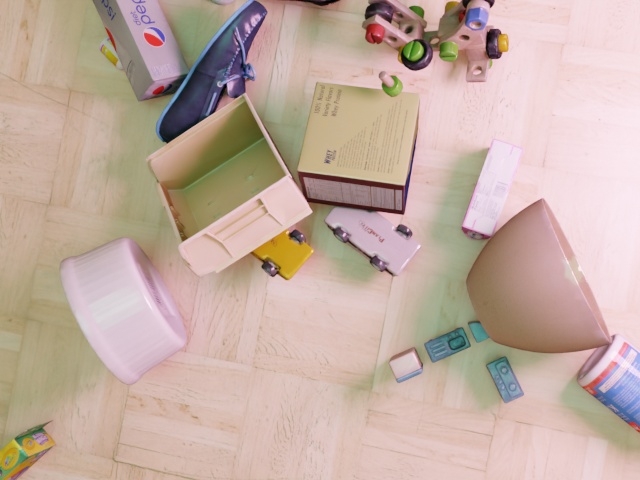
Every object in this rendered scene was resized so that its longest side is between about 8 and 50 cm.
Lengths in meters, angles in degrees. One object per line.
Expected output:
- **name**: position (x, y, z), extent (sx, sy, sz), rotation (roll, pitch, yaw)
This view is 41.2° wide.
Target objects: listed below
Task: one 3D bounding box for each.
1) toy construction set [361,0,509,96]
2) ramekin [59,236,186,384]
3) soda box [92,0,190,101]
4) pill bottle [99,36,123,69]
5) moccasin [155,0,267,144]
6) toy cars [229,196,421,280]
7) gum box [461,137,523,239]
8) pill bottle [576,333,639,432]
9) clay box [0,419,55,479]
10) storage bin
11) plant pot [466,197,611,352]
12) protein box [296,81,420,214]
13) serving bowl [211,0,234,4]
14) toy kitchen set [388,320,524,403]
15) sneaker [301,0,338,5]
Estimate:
- **toy construction set**: position (0.226, -0.427, 1.646), extent (0.257, 0.237, 0.308), rotation (-26, 61, 20)
- **ramekin**: position (-0.374, 0.127, 1.654), extent (0.135, 0.277, 0.277), rotation (-28, 84, -2)
- **soda box**: position (-0.377, -0.437, 1.748), extent (0.091, 0.098, 0.286), rotation (-21, 84, -35)
- **pill bottle**: position (-0.424, -0.389, 1.794), extent (0.043, 0.043, 0.083), rotation (-45, 82, 4)
- **moccasin**: position (-0.198, -0.325, 1.730), extent (0.117, 0.138, 0.342), rotation (36, 109, -2)
- **toy cars**: position (0.000, 0.000, 1.696), extent (0.394, 0.087, 0.176), rotation (-2, 71, 4)
- **gum box**: position (0.328, -0.092, 1.641), extent (0.062, 0.107, 0.188), rotation (20, 90, 9)
- **pill bottle**: position (0.600, 0.286, 1.576), extent (0.221, 0.124, 0.124), rotation (39, 93, 9)
- **clay box**: position (-0.639, 0.463, 1.742), extent (0.222, 0.127, 0.053), rotation (-41, 83, 5)
- **storage bin**: position (-0.187, -0.105, 1.645), extent (0.260, 0.123, 0.262), rotation (-32, 50, 4)
- **plant pot**: position (0.379, 0.090, 1.553), extent (0.191, 0.284, 0.284), rotation (-25, 84, 17)
- **protein box**: position (0.077, -0.176, 1.638), extent (0.201, 0.136, 0.199), rotation (8, 68, 8)
- **serving bowl**: position (-0.205, -0.536, 1.778), extent (0.083, 0.027, 0.083), rotation (0, 88, 7)
- **toy kitchen set**: position (0.259, 0.261, 1.627), extent (0.207, 0.122, 0.166), rotation (-25, 84, 6)
- **sneaker**: position (0.036, -0.624, 1.700), extent (0.448, 0.169, 0.257), rotation (-26, 101, 8)
